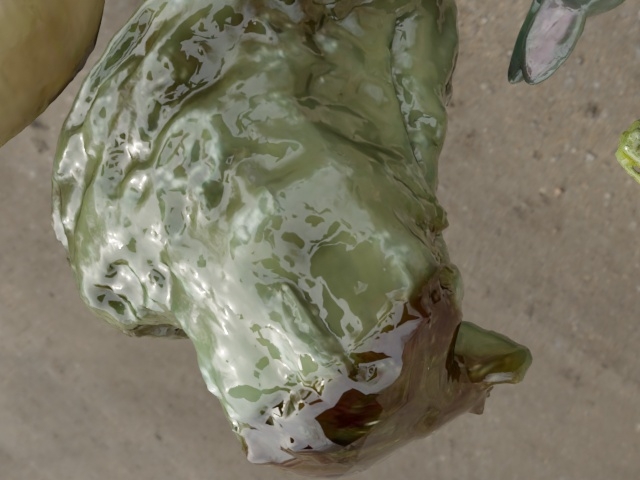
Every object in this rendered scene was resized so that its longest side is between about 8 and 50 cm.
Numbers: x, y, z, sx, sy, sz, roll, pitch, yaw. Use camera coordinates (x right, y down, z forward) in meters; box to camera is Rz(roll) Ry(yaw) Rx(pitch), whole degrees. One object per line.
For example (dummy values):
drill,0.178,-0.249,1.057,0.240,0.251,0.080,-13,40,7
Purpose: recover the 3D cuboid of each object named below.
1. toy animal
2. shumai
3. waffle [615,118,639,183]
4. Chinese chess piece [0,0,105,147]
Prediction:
toy animal,0.227,-0.224,0.924,0.125,0.251,0.127,49,174,13
shumai,0.000,0.000,0.904,0.397,0.324,0.323,-57,50,31
waffle,0.332,0.013,0.737,0.297,0.317,0.073,56,146,25
Chinese chess piece,-0.213,-0.116,0.498,0.251,0.250,0.097,16,144,22
